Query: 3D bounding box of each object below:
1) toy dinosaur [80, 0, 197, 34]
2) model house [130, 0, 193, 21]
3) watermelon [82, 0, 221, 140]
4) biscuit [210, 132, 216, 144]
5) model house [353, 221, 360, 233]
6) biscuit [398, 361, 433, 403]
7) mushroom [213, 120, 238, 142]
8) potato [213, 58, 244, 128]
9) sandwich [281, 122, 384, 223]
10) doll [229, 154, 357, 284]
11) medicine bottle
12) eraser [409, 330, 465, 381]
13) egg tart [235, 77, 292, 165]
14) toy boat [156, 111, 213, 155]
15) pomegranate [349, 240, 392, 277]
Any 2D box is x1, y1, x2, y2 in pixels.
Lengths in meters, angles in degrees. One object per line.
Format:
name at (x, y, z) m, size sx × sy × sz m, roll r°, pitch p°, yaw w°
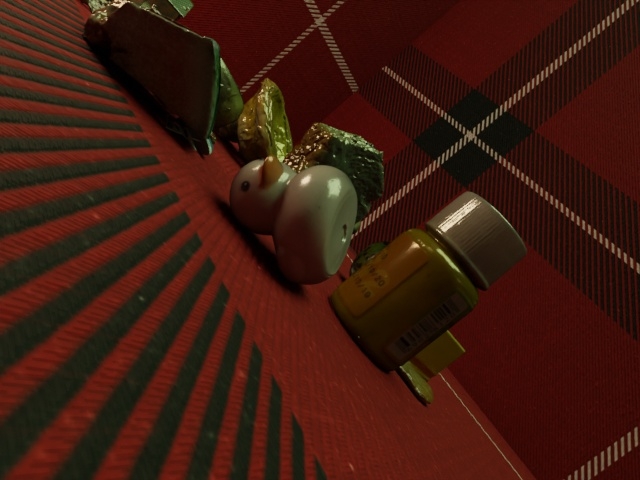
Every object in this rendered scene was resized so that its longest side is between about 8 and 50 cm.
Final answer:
toy dinosaur at (-0.453, -0.572, 1.078) m, size 0.327 × 0.113 × 0.206 m, roll 41°, pitch 49°, yaw -57°
model house at (-0.496, -0.682, 1.266) m, size 0.178 × 0.206 × 0.271 m, roll 47°, pitch 6°, yaw -31°
watermelon at (-0.283, -0.352, 0.828) m, size 0.302 × 0.151 × 0.264 m, roll 37°, pitch 11°, yaw -30°
biscuit at (-0.345, -0.332, 1.064) m, size 0.131 × 0.025 × 0.231 m, roll 52°, pitch 5°, yaw 27°
model house at (-0.021, -0.162, 1.651) m, size 0.280 × 0.244 × 0.312 m, roll 18°, pitch -9°, yaw -24°
biscuit at (0.195, 0.301, 1.087) m, size 0.247 × 0.029 × 0.118 m, roll 52°, pitch 13°, yaw 23°
mushroom at (-0.294, -0.369, 1.417) m, size 0.212 × 0.088 × 0.096 m, roll -47°, pitch 129°, yaw -79°
potato at (-0.327, -0.411, 1.181) m, size 0.111 × 0.160 × 0.271 m, roll -62°, pitch 140°, yaw -38°
sandwich at (0.020, -0.145, 1.143) m, size 0.262 × 0.325 × 0.131 m, roll 45°, pitch -4°, yaw -37°
doll at (-0.054, -0.041, 0.763) m, size 0.221 × 0.221 × 0.250 m, roll 54°, pitch -16°, yaw 37°
medicine bottle at (0.230, 0.085, 0.949) m, size 0.224 × 0.384 × 0.224 m, roll 48°, pitch 6°, yaw -7°
eraser at (0.299, 0.301, 1.232) m, size 0.226 × 0.158 × 0.069 m, roll 46°, pitch 8°, yaw -40°
egg tart at (-0.181, -0.347, 1.415) m, size 0.345 × 0.133 × 0.344 m, roll -2°, pitch 90°, yaw -80°
toy boat at (-0.281, -0.225, 0.879) m, size 0.149 × 0.034 × 0.105 m, roll 22°, pitch 28°, yaw -51°
pomegranate at (0.210, 0.152, 1.411) m, size 0.242 × 0.243 × 0.305 m, roll 44°, pitch 38°, yaw -49°
